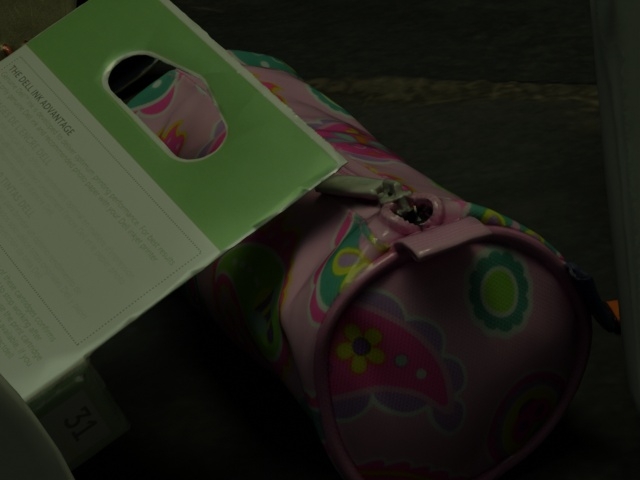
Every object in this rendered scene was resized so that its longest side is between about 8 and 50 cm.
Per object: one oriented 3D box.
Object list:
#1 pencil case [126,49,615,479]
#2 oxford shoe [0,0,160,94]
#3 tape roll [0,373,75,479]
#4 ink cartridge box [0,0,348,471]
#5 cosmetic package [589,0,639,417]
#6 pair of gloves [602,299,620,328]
[{"bbox_3d":[0.000,0.000,0.649,0.124,0.124,0.284,-18,25,-16],"label":"pencil case"},{"bbox_3d":[-0.215,-0.112,0.944,0.130,0.123,0.348,6,24,22],"label":"oxford shoe"},{"bbox_3d":[-0.180,0.110,0.286,0.286,0.286,0.100,-25,28,-29],"label":"tape roll"},{"bbox_3d":[-0.122,0.009,0.595,0.235,0.056,0.171,-35,50,-13],"label":"ink cartridge box"},{"bbox_3d":[0.292,-0.149,0.545,0.393,0.329,0.327,-4,14,12],"label":"cosmetic package"},{"bbox_3d":[0.165,0.035,0.641,0.074,0.010,0.083,-15,23,-7],"label":"pair of gloves"}]
